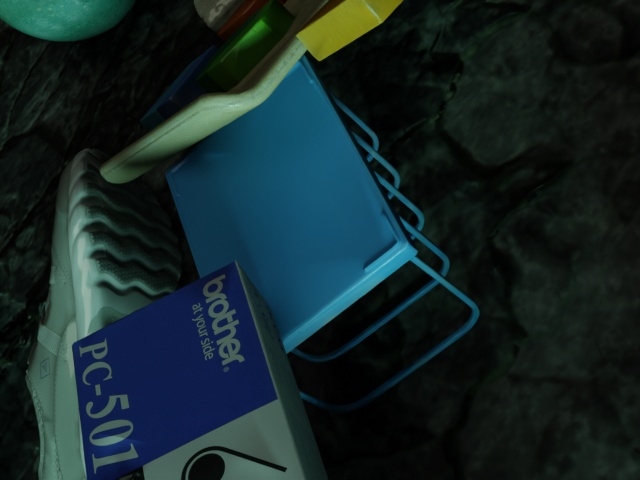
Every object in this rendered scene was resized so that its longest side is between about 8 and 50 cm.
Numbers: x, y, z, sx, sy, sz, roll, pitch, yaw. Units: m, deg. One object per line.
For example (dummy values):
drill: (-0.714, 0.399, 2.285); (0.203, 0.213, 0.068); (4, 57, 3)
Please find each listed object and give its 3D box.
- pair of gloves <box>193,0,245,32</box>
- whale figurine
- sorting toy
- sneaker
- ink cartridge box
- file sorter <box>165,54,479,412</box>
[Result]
pair of gloves: (-0.041, -0.297, 0.818); (0.204, 0.042, 0.240); (-36, 38, 18)
whale figurine: (-0.187, -0.286, 0.884); (0.272, 0.141, 0.216); (-33, 28, 11)
sorting toy: (-0.017, -0.143, 0.603); (0.229, 0.041, 0.307); (-50, 17, -26)
sneaker: (-0.170, 0.056, 0.689); (0.115, 0.105, 0.281); (-27, 52, 25)
ink cartridge box: (-0.049, 0.109, 0.427); (0.097, 0.046, 0.207); (-27, 43, 4)
file sorter: (0.000, 0.000, 0.586); (0.118, 0.104, 0.170); (-38, 48, 15)
